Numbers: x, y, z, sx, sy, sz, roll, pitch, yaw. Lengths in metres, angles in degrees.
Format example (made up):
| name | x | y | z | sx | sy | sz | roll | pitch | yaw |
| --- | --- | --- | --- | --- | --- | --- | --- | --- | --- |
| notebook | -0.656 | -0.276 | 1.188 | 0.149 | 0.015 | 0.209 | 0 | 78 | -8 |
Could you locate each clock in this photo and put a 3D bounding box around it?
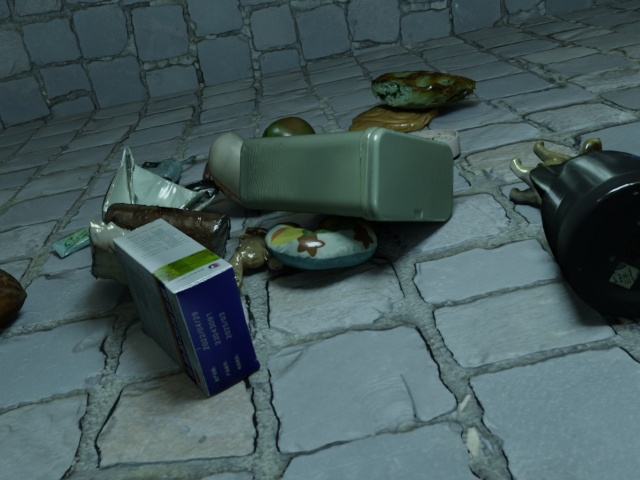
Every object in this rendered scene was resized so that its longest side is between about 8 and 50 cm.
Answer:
| name | x | y | z | sx | sy | sz | roll | pitch | yaw |
| --- | --- | --- | --- | --- | --- | --- | --- | --- | --- |
| clock | 0.309 | -0.259 | 1.729 | 0.155 | 0.063 | 0.229 | 0 | 26 | 28 |

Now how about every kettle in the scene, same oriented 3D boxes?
| name | x | y | z | sx | sy | sz | roll | pitch | yaw |
| --- | --- | --- | --- | --- | --- | --- | --- | --- | --- |
| kettle | 0.527 | -0.033 | 1.054 | 0.321 | 0.228 | 0.324 | 17 | 24 | -2 |

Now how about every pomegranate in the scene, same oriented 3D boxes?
| name | x | y | z | sx | sy | sz | roll | pitch | yaw |
| --- | --- | --- | --- | --- | --- | --- | --- | --- | --- |
| pomegranate | -0.065 | -0.245 | 1.744 | 0.181 | 0.181 | 0.224 | -29 | 47 | -32 |

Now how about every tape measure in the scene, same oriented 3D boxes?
| name | x | y | z | sx | sy | sz | roll | pitch | yaw |
| --- | --- | --- | --- | --- | --- | --- | --- | --- | --- |
| tape measure | -0.499 | -0.242 | 1.997 | 0.164 | 0.084 | 0.330 | -4 | 28 | 5 |

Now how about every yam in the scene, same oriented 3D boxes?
| name | x | y | z | sx | sy | sz | roll | pitch | yaw |
| --- | --- | --- | --- | --- | --- | --- | --- | --- | --- |
| yam | -0.338 | -0.012 | 1.376 | 0.279 | 0.131 | 0.131 | 6 | 30 | 13 |

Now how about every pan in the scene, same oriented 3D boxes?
| name | x | y | z | sx | sy | sz | roll | pitch | yaw |
| --- | --- | --- | --- | --- | --- | --- | --- | --- | --- |
| pan | -0.345 | -0.172 | 1.839 | 0.114 | 0.040 | 0.212 | -8 | 33 | 8 |

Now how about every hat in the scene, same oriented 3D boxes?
| name | x | y | z | sx | sy | sz | roll | pitch | yaw |
| --- | --- | --- | --- | --- | --- | --- | --- | --- | --- |
| hat | -0.427 | -0.073 | 1.582 | 0.258 | 0.168 | 0.301 | 25 | 53 | -9 |

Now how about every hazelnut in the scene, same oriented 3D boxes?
| name | x | y | z | sx | sy | sz | roll | pitch | yaw |
| --- | --- | --- | --- | --- | --- | --- | --- | --- | --- |
| hazelnut | -0.727 | 0.114 | 1.276 | 0.181 | 0.181 | 0.212 | -40 | 22 | -9 |

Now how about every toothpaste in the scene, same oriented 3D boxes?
| name | x | y | z | sx | sy | sz | roll | pitch | yaw |
| --- | --- | --- | --- | --- | --- | --- | --- | --- | --- |
| toothpaste | -0.566 | -0.036 | 1.662 | 0.297 | 0.048 | 0.075 | -30 | 44 | -28 |

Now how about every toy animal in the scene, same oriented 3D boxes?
| name | x | y | z | sx | sy | sz | roll | pitch | yaw |
| --- | --- | --- | --- | --- | --- | --- | --- | --- | --- |
| toy animal | 0.527 | -0.150 | 1.369 | 0.233 | 0.121 | 0.168 | -26 | 40 | -21 |

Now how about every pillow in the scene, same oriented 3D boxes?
| name | x | y | z | sx | sy | sz | roll | pitch | yaw |
| --- | --- | --- | --- | --- | --- | --- | --- | --- | --- |
| pillow | 0.000 | 0.000 | 1.279 | 0.233 | 0.086 | 0.214 | -9 | 20 | -22 |

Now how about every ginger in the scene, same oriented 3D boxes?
| name | x | y | z | sx | sy | sz | roll | pitch | yaw |
| --- | --- | --- | --- | --- | --- | --- | --- | --- | --- |
| ginger | -0.130 | 0.035 | 1.321 | 0.149 | 0.065 | 0.259 | 1 | 27 | 18 |

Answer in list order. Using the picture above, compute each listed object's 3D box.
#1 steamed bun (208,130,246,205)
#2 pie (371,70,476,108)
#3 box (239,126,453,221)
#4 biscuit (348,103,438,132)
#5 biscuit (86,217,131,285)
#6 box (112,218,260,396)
| name | x | y | z | sx | sy | sz | roll | pitch | yaw |
| --- | --- | --- | --- | --- | --- | --- | --- | --- | --- |
| steamed bun | -0.196 | -0.167 | 1.607 | 0.145 | 0.232 | 0.232 | -50 | 28 | 7 |
| pie | 0.342 | -0.514 | 2.090 | 0.288 | 0.103 | 0.354 | -18 | 28 | -37 |
| box | 0.062 | -0.137 | 1.340 | 0.343 | 0.177 | 0.352 | 5 | 5 | 35 |
| biscuit | 0.247 | -0.414 | 2.079 | 0.269 | 0.051 | 0.376 | 13 | 35 | 37 |
| biscuit | -0.390 | 0.041 | 1.265 | 0.179 | 0.084 | 0.281 | 12 | -19 | -10 |
| box | -0.238 | 0.102 | 1.069 | 0.106 | 0.200 | 0.299 | -26 | 30 | -28 |
